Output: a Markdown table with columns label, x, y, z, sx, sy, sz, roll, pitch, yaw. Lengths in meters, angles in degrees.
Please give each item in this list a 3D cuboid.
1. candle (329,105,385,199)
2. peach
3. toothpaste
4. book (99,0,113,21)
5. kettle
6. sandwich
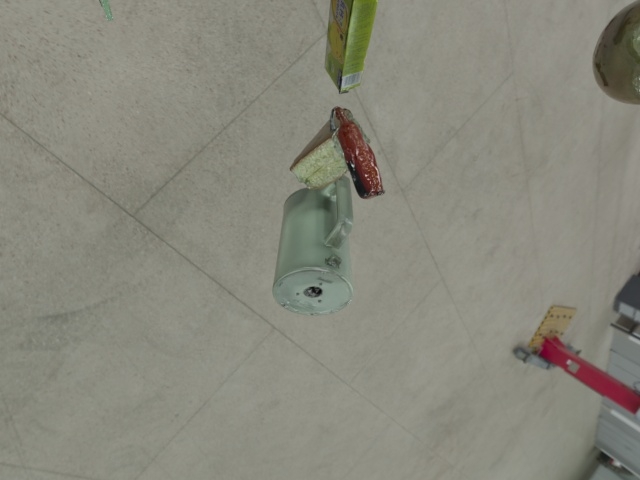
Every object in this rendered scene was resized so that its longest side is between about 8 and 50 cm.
| label | x | y | z | sx | sy | sz | roll | pitch | yaw |
| --- | --- | --- | --- | --- | --- | --- | --- | --- | --- |
| candle | 0.056 | -0.141 | 0.649 | 0.053 | 0.048 | 0.162 | -21 | 87 | -13 |
| peach | 0.257 | -0.146 | 0.312 | 0.083 | 0.083 | 0.083 | -20 | 126 | -30 |
| toothpaste | 0.076 | -0.563 | 1.113 | 0.077 | 0.110 | 0.327 | -22 | 162 | -12 |
| book | -0.525 | -0.603 | 0.956 | 0.017 | 0.135 | 0.103 | -21 | 161 | -21 |
| kettle | -0.016 | 0.002 | 1.094 | 0.205 | 0.318 | 0.265 | -1 | 136 | 3 |
| sandwich | 0.039 | -0.220 | 0.921 | 0.094 | 0.096 | 0.258 | 50 | 58 | -29 |
